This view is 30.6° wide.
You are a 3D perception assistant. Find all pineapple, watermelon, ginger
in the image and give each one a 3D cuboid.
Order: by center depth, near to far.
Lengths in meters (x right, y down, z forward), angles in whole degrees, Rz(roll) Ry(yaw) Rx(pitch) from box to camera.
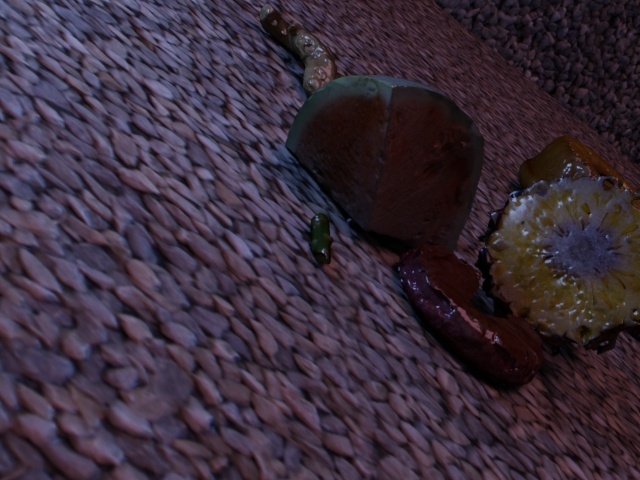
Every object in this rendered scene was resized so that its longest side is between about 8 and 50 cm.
[{"bbox_3d":[0.087,-0.107,1.441,0.255,0.260,0.176,17,34,-4],"label":"watermelon"},{"bbox_3d":[0.354,0.069,1.636,0.262,0.262,0.272,51,-3,24],"label":"pineapple"},{"bbox_3d":[0.002,-0.268,1.830,0.149,0.065,0.259,22,25,-51],"label":"ginger"}]

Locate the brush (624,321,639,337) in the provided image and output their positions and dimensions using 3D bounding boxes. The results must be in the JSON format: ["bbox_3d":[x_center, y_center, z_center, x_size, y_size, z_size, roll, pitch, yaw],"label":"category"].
[{"bbox_3d":[0.521,0.118,2.067,0.321,0.050,0.060,30,24,-14],"label":"brush"}]

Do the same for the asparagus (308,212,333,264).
[{"bbox_3d":[0.001,0.000,1.294,0.025,0.021,0.108,32,21,-17],"label":"asparagus"}]

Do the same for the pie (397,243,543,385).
[{"bbox_3d":[0.182,0.087,1.420,0.218,0.054,0.204,45,18,7],"label":"pie"}]

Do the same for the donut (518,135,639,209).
[{"bbox_3d":[0.546,-0.064,2.349,0.317,0.150,0.299,24,29,-44],"label":"donut"}]

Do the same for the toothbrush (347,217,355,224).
[{"bbox_3d":[0.062,-0.027,1.493,0.013,0.011,0.131,59,21,10],"label":"toothbrush"}]
